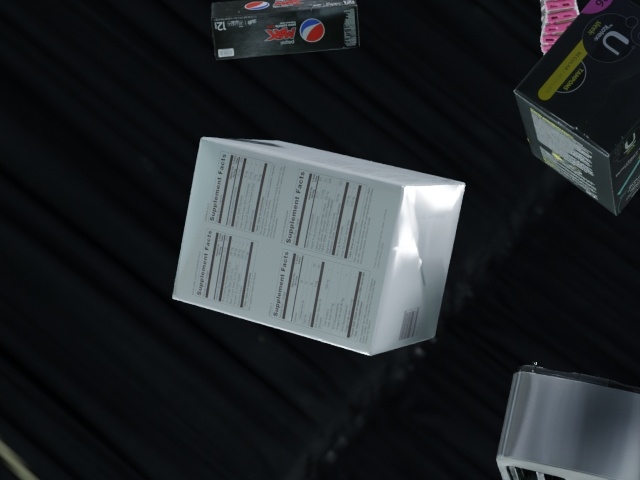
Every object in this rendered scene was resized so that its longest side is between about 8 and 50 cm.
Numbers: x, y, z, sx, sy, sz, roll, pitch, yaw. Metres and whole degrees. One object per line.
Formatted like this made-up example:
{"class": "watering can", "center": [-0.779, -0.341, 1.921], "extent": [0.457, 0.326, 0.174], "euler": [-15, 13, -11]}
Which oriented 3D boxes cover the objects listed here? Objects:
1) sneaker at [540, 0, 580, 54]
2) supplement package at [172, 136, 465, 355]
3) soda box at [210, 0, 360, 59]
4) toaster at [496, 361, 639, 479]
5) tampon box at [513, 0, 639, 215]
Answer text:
{"class": "sneaker", "center": [0.349, -0.340, 2.131], "extent": [0.075, 0.063, 0.170], "euler": [-80, 161, -56]}
{"class": "supplement package", "center": [0.000, 0.000, 1.722], "extent": [0.199, 0.262, 0.198], "euler": [-5, 108, -64]}
{"class": "soda box", "center": [-0.041, -0.249, 1.682], "extent": [0.060, 0.168, 0.053], "euler": [-96, -178, -63]}
{"class": "toaster", "center": [0.274, 0.205, 1.482], "extent": [0.186, 0.168, 0.110], "euler": [65, 38, -62]}
{"class": "tampon box", "center": [0.247, -0.117, 1.251], "extent": [0.120, 0.101, 0.161], "euler": [-50, 159, -5]}
